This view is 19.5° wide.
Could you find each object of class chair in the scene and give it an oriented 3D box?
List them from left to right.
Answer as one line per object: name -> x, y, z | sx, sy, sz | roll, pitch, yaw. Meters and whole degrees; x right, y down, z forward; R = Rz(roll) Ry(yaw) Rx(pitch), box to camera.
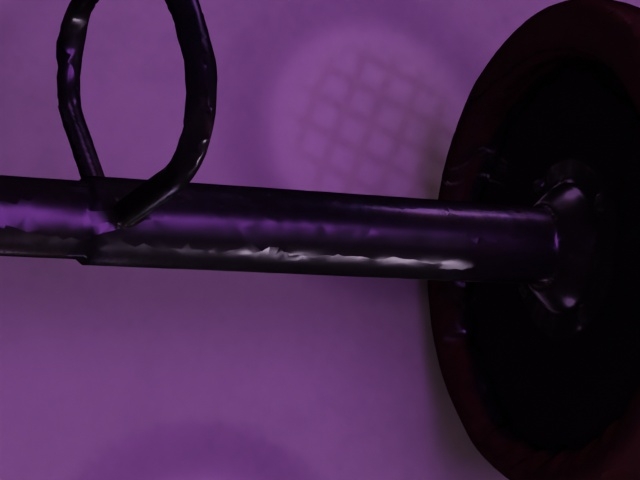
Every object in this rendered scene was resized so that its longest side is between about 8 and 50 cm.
chair -> 0.000, 0.000, 0.752 | 0.401, 0.226, 0.227 | 5, 75, -25
